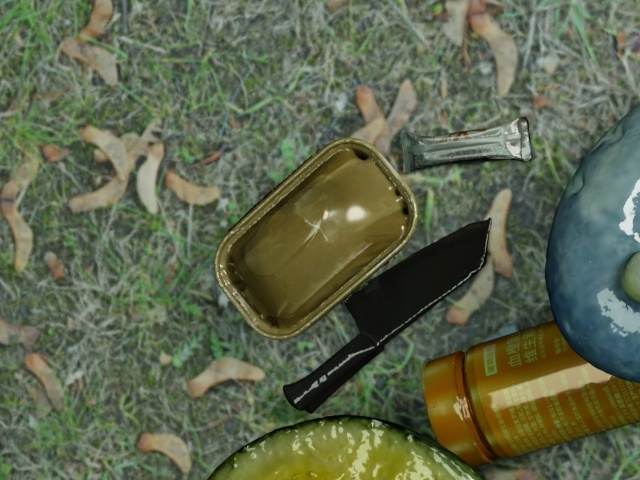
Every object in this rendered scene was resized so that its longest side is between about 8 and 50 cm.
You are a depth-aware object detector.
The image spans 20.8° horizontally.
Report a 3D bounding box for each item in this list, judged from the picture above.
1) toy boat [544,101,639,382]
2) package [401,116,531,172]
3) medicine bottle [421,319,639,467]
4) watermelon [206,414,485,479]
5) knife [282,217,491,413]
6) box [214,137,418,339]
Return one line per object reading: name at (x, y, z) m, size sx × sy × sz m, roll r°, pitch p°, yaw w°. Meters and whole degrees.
toy boat at (0.307, -0.030, 1.265) m, size 0.330 × 0.123 × 0.215 m, roll -34°, pitch 79°, yaw -9°
package at (0.119, -0.078, 1.436) m, size 0.110 × 0.015 × 0.037 m, roll -6°, pitch 87°, yaw 18°
medicine bottle at (0.185, 0.111, 1.370) m, size 0.192 × 0.096 × 0.096 m, roll -18°, pitch 84°, yaw 19°
watermelon at (0.038, 0.301, 1.375) m, size 0.331 × 0.189 × 0.330 m, roll -4°, pitch 78°, yaw 22°
knife at (0.055, 0.056, 1.457) m, size 0.230 × 0.028 × 0.060 m, roll -39°, pitch 65°, yaw 13°
box at (0.000, 0.000, 1.431) m, size 0.177 × 0.111 × 0.111 m, roll -42°, pitch 77°, yaw 14°
